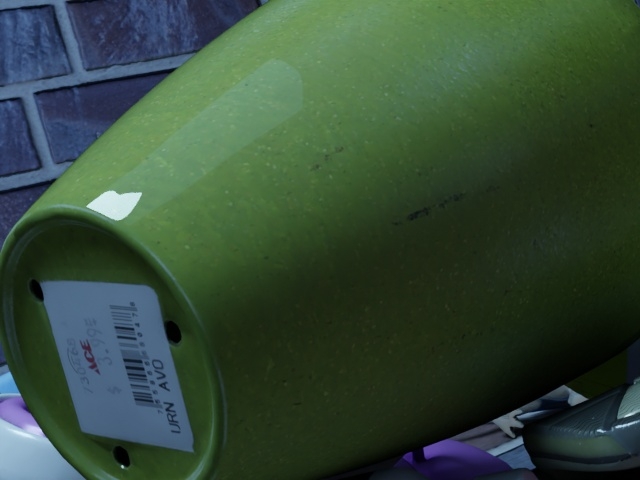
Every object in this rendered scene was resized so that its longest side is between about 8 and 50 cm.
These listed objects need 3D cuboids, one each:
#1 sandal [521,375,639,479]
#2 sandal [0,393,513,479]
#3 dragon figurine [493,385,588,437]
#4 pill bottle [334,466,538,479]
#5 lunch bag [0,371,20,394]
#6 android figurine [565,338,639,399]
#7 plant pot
[{"bbox_3d":[0.167,0.123,0.610,0.120,0.086,0.303,-23,-23,-3],"label":"sandal"},{"bbox_3d":[-0.005,0.119,0.731,0.416,0.102,0.169,12,5,-43],"label":"sandal"},{"bbox_3d":[0.220,0.128,1.177,0.289,0.085,0.144,-17,-1,24],"label":"dragon figurine"},{"bbox_3d":[0.015,0.165,0.553,0.186,0.112,0.112,-17,-1,17],"label":"pill bottle"},{"bbox_3d":[-0.201,0.211,0.899,0.221,0.138,0.293,-31,-21,-46],"label":"lunch bag"},{"bbox_3d":[0.228,0.044,0.714,0.272,0.248,0.056,15,51,28],"label":"android figurine"},{"bbox_3d":[0.000,0.000,0.595,0.274,0.275,0.293,-18,7,43],"label":"plant pot"}]
